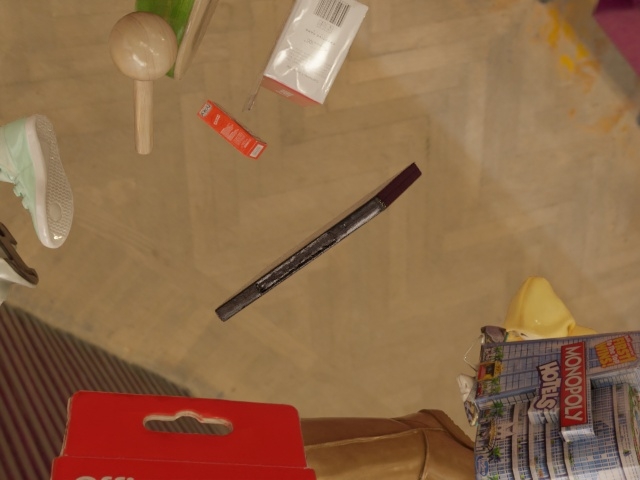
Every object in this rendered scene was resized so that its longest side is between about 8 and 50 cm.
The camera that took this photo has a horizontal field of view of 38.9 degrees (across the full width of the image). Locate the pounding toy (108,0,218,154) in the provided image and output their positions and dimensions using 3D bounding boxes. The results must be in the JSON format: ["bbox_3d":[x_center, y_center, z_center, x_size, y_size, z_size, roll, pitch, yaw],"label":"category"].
[{"bbox_3d":[-0.148,-0.221,0.777,0.110,0.183,0.237,22,67,-7],"label":"pounding toy"}]

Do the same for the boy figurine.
[{"bbox_3d":[0.298,0.159,1.132,0.092,0.177,0.285,-58,142,-31],"label":"boy figurine"}]

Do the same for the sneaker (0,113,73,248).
[{"bbox_3d":[-0.571,-0.104,1.748,0.094,0.151,0.256,-14,94,-68],"label":"sneaker"}]

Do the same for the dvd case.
[{"bbox_3d":[0.000,0.000,1.090,0.253,0.180,0.022,-35,92,25],"label":"dvd case"}]

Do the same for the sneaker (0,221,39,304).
[{"bbox_3d":[-0.399,-0.051,0.789,0.146,0.330,0.122,-36,166,-3],"label":"sneaker"}]

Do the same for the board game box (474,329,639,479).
[{"bbox_3d":[0.247,0.153,0.861,0.194,0.194,0.060,-17,112,22],"label":"board game box"}]

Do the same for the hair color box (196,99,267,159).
[{"bbox_3d":[-0.182,-0.229,1.878,0.043,0.141,0.072,-52,167,9],"label":"hair color box"}]

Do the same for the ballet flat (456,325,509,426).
[{"bbox_3d":[0.171,0.145,0.994,0.041,0.041,0.114,33,72,-38],"label":"ballet flat"}]

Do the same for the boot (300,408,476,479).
[{"bbox_3d":[0.078,0.283,1.072,0.269,0.236,0.089,3,107,-32],"label":"boot"}]

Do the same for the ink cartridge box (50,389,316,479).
[{"bbox_3d":[-0.066,0.179,0.424,0.134,0.231,0.078,7,123,-13],"label":"ink cartridge box"}]

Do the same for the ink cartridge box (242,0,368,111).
[{"bbox_3d":[-0.042,-0.355,1.818,0.130,0.309,0.272,25,94,-10],"label":"ink cartridge box"}]
